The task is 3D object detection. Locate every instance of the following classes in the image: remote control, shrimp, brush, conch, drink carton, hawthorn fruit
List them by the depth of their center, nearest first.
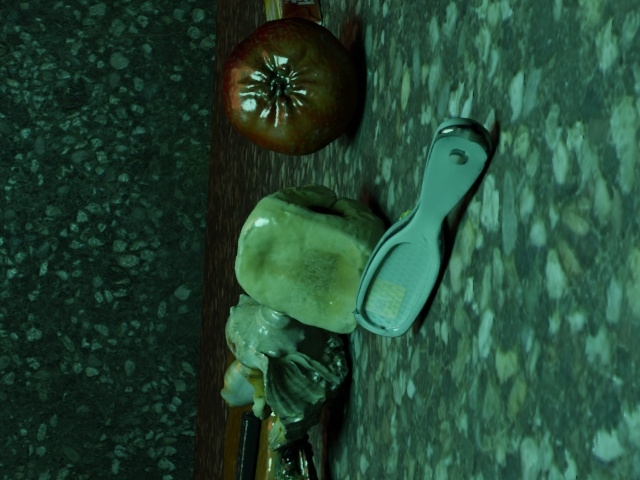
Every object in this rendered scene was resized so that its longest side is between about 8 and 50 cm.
[{"bbox_3d":[0.096,-0.017,1.075,0.297,0.068,0.060,112,-179,-49],"label":"brush"},{"bbox_3d":[-0.050,0.171,1.479,0.245,0.163,0.178,103,-178,-48],"label":"conch"},{"bbox_3d":[-0.035,-0.193,1.506,0.200,0.179,0.179,13,-101,-84],"label":"hawthorn fruit"},{"bbox_3d":[-0.028,0.427,1.574,0.233,0.071,0.365,115,151,-76],"label":"shrimp"},{"bbox_3d":[-0.068,0.177,1.630,0.104,0.176,0.094,8,-111,-61],"label":"conch"},{"bbox_3d":[-0.122,0.386,1.794,0.063,0.025,0.245,-174,90,-76],"label":"remote control"},{"bbox_3d":[-0.047,-0.383,1.858,0.096,0.071,0.223,105,163,-46],"label":"drink carton"}]

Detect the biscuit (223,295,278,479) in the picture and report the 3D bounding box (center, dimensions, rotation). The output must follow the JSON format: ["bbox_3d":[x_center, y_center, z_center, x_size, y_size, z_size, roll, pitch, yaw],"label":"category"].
[{"bbox_3d":[-0.096,0.297,1.901,0.350,0.078,0.455,116,157,-60],"label":"biscuit"}]

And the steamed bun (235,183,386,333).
[{"bbox_3d":[0.000,0.000,1.340,0.155,0.172,0.140,-70,2,-59],"label":"steamed bun"}]
